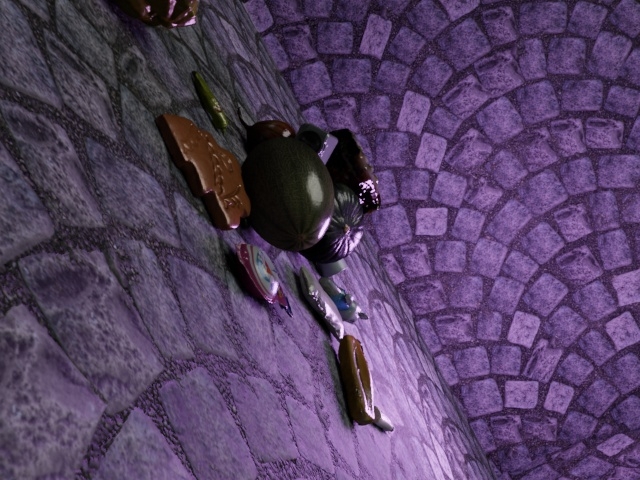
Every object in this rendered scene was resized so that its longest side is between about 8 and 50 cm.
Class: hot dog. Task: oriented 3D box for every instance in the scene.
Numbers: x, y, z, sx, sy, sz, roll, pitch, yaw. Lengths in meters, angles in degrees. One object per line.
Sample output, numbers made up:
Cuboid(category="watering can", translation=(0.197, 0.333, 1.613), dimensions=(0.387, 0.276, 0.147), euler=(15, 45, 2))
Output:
Cuboid(category="hot dog", translation=(0.092, 0.368, 1.843), dimensions=(0.083, 0.068, 0.289), euler=(31, 29, -26))

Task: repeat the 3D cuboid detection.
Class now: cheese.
Cuboid(category="cheese", translation=(-0.121, 0.087, 1.529), dimensions=(0.244, 0.062, 0.155), euler=(52, 13, -46))

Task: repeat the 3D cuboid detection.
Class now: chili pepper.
Cuboid(category="chili pepper", translation=(-0.303, -0.385, 1.892), dimensions=(0.208, 0.043, 0.049), euler=(63, 23, 8))

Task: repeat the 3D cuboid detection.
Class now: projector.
Cuboid(category="projector", translation=(-0.058, -0.227, 2.118), dimensions=(0.099, 0.257, 0.192), euler=(30, 8, 6))

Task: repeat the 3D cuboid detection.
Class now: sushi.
Cuboid(category="sushi", translation=(0.043, -0.199, 2.402), dimensions=(0.299, 0.294, 0.281), euler=(58, 8, -30))

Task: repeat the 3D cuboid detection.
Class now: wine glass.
Cuboid(category="wine glass", translation=(0.000, 0.000, 2.222), dimensions=(0.231, 0.103, 0.103), euler=(64, 10, -9))

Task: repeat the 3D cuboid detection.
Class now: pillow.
Cuboid(category="pillow", translation=(0.005, 0.176, 1.943), dimensions=(0.229, 0.051, 0.128), euler=(57, 13, -34))

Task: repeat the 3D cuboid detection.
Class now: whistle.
Cuboid(category="whistle", translation=(0.057, 0.181, 2.073), dimensions=(0.236, 0.114, 0.077), euler=(52, 53, -46))

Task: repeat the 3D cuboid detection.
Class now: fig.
Cuboid(category="fig", translation=(-0.162, -0.301, 2.122), dimensions=(0.202, 0.148, 0.149), euler=(16, 6, -27))

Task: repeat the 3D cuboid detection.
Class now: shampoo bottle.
Cuboid(category="shampoo bottle", translation=(0.180, 0.517, 1.978), dimensions=(0.141, 0.034, 0.049), euler=(51, 8, -48))

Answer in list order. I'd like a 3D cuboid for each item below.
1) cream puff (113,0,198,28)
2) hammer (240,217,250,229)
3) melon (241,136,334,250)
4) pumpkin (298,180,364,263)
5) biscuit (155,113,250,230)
Cuboid(category="cream puff", translation=(-0.344, -0.647, 1.623), dimensions=(0.275, 0.378, 0.378), euler=(62, 10, -7))
Cuboid(category="hammer", translation=(-0.222, -0.118, 1.660), dimensions=(0.201, 0.021, 0.078), euler=(63, 11, 5))
Cuboid(category="melon", translation=(-0.083, -0.117, 1.737), dimensions=(0.237, 0.237, 0.302), euler=(49, 18, -53))
Cuboid(category="pumpkin", translation=(0.011, -0.059, 2.068), dimensions=(0.216, 0.250, 0.250), euler=(46, -4, 45))
Cuboid(category="biscuit", translation=(-0.249, -0.166, 1.536), dimensions=(0.306, 0.043, 0.284), euler=(49, 22, -37))
